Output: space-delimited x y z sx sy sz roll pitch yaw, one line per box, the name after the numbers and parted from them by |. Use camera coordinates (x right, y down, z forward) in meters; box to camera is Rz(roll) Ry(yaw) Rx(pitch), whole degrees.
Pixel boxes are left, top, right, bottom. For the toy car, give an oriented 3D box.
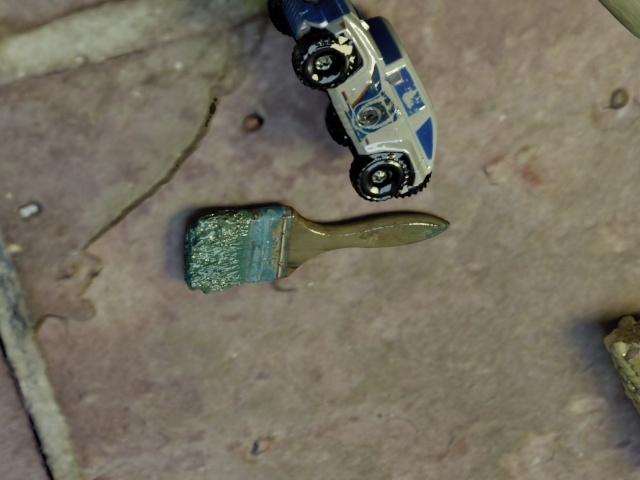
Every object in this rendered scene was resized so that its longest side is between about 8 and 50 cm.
0.029 -0.096 1.092 0.070 0.080 0.171 -27 130 3 | toy car

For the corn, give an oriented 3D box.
0.294 0.128 1.364 0.087 0.087 0.211 -28 125 4 | corn

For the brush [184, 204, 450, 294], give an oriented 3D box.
0.000 0.000 1.198 0.196 0.021 0.070 -6 131 -14 | brush

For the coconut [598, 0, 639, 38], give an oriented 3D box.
0.217 -0.212 1.013 0.171 0.171 0.183 -35 132 11 | coconut
